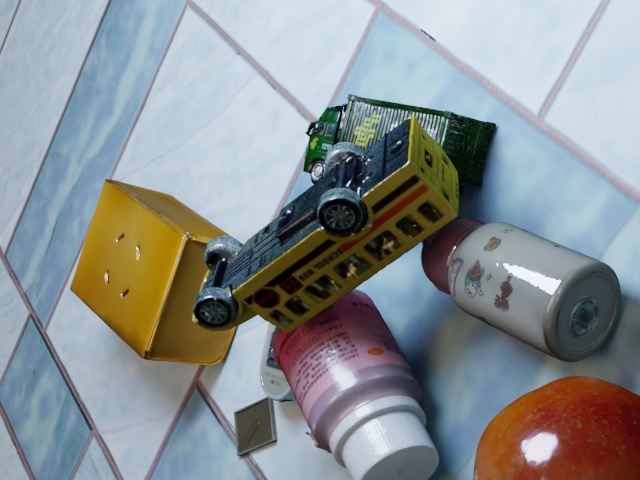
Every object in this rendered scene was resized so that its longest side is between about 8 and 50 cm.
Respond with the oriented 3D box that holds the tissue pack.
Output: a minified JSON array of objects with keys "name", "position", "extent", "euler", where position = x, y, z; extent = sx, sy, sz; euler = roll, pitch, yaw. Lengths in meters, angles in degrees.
[{"name":"tissue pack","position":[-0.238,0.044,1.818],"extent":[0.274,0.145,0.194],"euler":[32,108,50]}]

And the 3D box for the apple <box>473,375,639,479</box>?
[{"name":"apple","position":[0.245,0.238,1.100],"extent":[0.201,0.218,0.218],"euler":[-104,38,-67]}]

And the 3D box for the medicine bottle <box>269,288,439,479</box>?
[{"name":"medicine bottle","position":[0.043,0.179,1.428],"extent":[0.147,0.147,0.247],"euler":[-55,44,27]}]

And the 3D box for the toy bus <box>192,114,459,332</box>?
[{"name":"toy bus","position":[0.000,0.000,1.372],"extent":[0.335,0.123,0.121],"euler":[-37,25,26]}]

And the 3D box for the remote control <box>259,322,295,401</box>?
[{"name":"remote control","position":[-0.028,0.095,1.618],"extent":[0.087,0.047,0.244],"euler":[11,89,49]}]

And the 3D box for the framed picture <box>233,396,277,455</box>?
[{"name":"framed picture","position":[-0.092,0.259,1.687],"extent":[0.089,0.007,0.066],"euler":[-31,58,44]}]

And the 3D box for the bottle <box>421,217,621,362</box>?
[{"name":"bottle","position":[0.201,0.041,1.291],"extent":[0.233,0.110,0.110],"euler":[26,101,52]}]

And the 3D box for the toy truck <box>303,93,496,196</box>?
[{"name":"toy truck","position":[0.086,-0.109,1.495],"extent":[0.259,0.088,0.121],"euler":[17,95,51]}]
